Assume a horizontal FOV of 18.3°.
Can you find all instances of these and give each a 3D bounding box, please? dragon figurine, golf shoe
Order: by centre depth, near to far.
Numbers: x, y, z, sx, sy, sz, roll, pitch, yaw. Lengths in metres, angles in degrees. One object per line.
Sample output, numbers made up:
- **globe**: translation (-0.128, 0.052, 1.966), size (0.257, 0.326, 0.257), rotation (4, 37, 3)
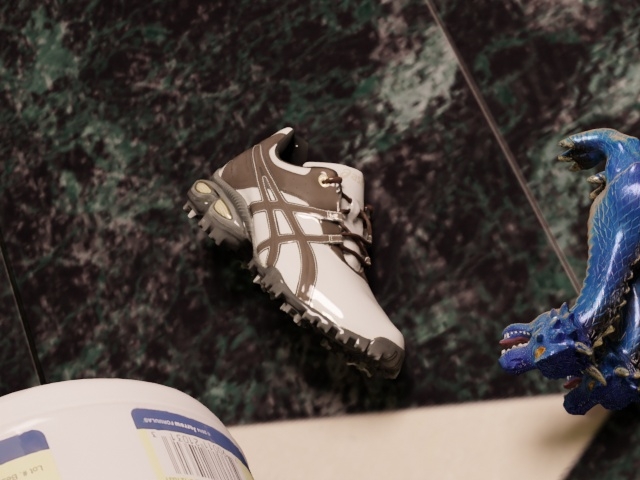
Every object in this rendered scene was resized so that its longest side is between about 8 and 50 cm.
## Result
- **dragon figurine**: translation (0.219, -0.018, 1.057), size (0.289, 0.085, 0.144), rotation (-30, 53, 12)
- **golf shoe**: translation (0.000, 0.000, 1.178), size (0.094, 0.077, 0.198), rotation (-45, 52, -1)

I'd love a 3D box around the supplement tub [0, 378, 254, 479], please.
- **supplement tub**: translation (-0.098, 0.257, 0.984), size (0.235, 0.235, 0.325), rotation (-34, 52, 8)
